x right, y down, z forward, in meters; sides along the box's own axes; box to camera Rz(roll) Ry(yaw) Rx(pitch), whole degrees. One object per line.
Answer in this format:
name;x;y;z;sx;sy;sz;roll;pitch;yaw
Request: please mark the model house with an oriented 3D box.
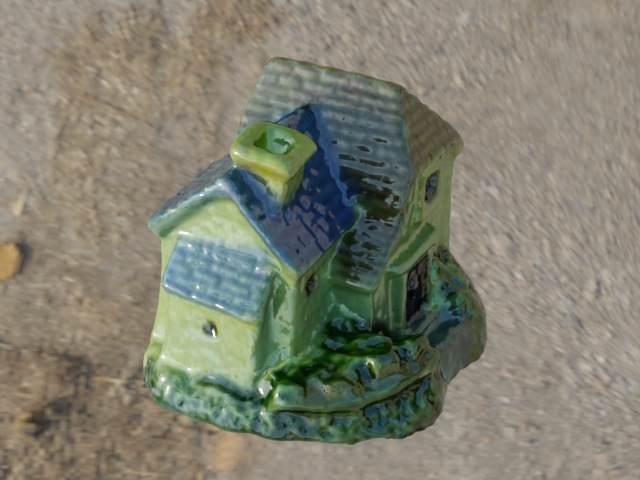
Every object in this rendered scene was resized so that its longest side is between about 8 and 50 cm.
model house;0.000;0.000;1.023;0.195;0.214;0.189;18;124;27
